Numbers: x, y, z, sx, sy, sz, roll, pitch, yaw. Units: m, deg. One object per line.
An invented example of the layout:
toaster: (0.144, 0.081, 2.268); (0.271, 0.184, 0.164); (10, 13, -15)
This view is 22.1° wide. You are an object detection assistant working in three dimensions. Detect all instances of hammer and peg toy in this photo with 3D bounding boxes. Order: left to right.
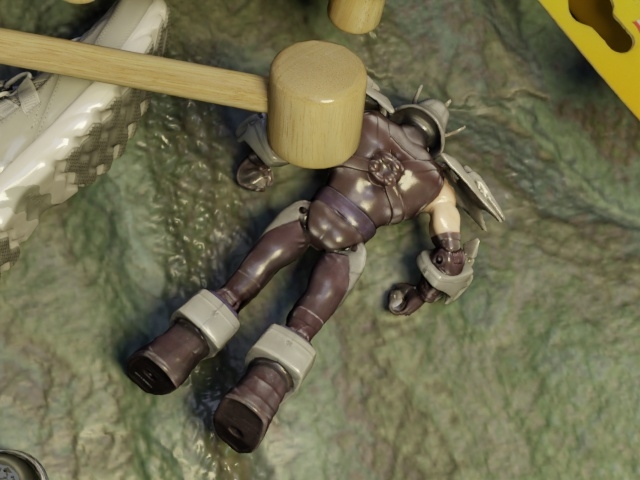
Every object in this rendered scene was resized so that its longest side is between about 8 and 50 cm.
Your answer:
hammer and peg toy: (-0.066, -0.223, 1.041); (0.266, 0.127, 0.361); (6, 48, -8)

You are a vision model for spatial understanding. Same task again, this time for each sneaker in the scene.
sneaker: (-0.205, -0.071, 1.050); (0.115, 0.105, 0.281); (38, 69, 8)

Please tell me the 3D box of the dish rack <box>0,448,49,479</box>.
dish rack: (-0.293, 0.230, 0.967); (0.272, 0.074, 0.208); (-4, 74, -9)

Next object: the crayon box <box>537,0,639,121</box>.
crayon box: (0.291, -0.204, 1.163); (0.319, 0.081, 0.202); (-28, 66, -15)

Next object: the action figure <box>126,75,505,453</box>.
action figure: (0.000, 0.000, 1.074); (0.185, 0.099, 0.285); (37, 68, 9)
